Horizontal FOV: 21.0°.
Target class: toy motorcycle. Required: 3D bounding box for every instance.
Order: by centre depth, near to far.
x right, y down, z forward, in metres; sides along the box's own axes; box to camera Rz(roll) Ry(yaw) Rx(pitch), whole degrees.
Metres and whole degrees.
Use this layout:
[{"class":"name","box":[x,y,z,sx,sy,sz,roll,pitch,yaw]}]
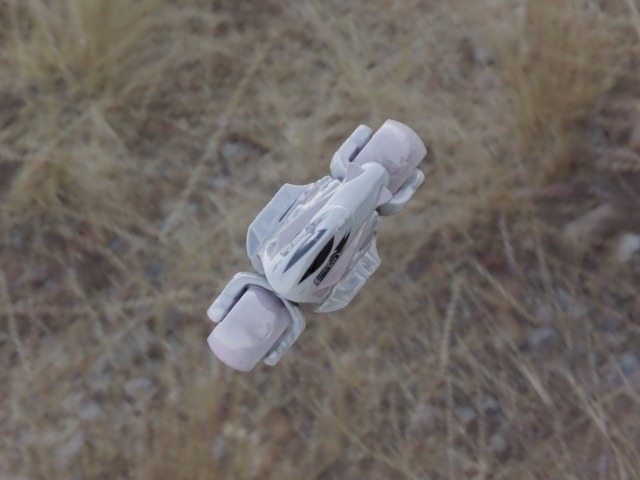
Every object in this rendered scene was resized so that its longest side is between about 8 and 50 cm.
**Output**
[{"class":"toy motorcycle","box":[0.000,0.000,1.421,0.112,0.112,0.254,26,71,43]}]
